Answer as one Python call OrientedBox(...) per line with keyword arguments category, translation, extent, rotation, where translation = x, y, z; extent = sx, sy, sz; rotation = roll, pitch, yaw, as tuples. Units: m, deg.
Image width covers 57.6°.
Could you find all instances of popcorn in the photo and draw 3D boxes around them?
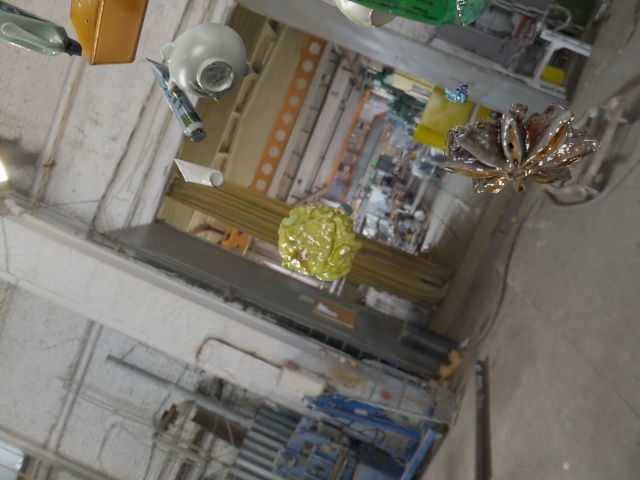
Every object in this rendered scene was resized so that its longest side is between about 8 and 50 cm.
OrientedBox(category="popcorn", translation=(-0.004, 0.011, 1.536), extent=(0.181, 0.235, 0.216), rotation=(-5, -62, -63))

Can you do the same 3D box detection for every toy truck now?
OrientedBox(category="toy truck", translation=(0.516, -0.558, 2.221), extent=(0.073, 0.090, 0.056), rotation=(-62, -29, -45))

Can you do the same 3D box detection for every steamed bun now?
OrientedBox(category="steamed bun", translation=(0.151, -0.876, 1.897), extent=(0.309, 0.309, 0.309), rotation=(23, -90, -87))

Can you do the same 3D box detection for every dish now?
OrientedBox(category="dish", translation=(-0.274, -0.426, 1.479), extent=(0.228, 0.236, 0.086), rotation=(98, 151, -48))

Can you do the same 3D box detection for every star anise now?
OrientedBox(category="star anise", translation=(0.426, -0.195, 1.266), extent=(0.331, 0.332, 0.117), rotation=(107, 162, -67))

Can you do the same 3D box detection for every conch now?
OrientedBox(category="conch", translation=(0.407, -0.727, 1.615), extent=(0.134, 0.202, 0.196), rotation=(-22, 43, 25))

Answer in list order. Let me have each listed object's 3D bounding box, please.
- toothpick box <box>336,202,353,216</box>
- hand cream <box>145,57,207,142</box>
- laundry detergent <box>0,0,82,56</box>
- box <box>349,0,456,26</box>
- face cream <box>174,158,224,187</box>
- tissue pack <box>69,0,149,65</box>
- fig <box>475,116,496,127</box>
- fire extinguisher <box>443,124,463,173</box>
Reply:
OrientedBox(category="toothpick box", translation=(0.069, -0.084, 1.997), extent=(0.083, 0.052, 0.052), rotation=(-51, 6, 33))
OrientedBox(category="hand cream", translation=(-0.385, -0.382, 1.566), extent=(0.058, 0.271, 0.091), rotation=(-38, -18, 24))
OrientedBox(category="laundry detergent", translation=(-0.877, -0.635, 1.797), extent=(0.105, 0.280, 0.215), rotation=(-61, 32, 16))
OrientedBox(category="box", translation=(0.133, -0.539, 1.029), extent=(0.106, 0.264, 0.336), rotation=(-65, -17, -10))
OrientedBox(category="face cream", translation=(-0.423, -0.230, 2.011), extent=(0.058, 0.244, 0.092), rotation=(-39, -54, -29))
OrientedBox(category="tissue pack", translation=(-0.574, -0.646, 1.586), extent=(0.145, 0.194, 0.274), rotation=(-16, -21, -36))
OrientedBox(category="fig", translation=(0.468, -0.301, 1.595), extent=(0.098, 0.084, 0.082), rotation=(4, 52, 51))
OrientedBox(category="fire extinguisher", translation=(0.439, -0.302, 1.918), extent=(0.043, 0.064, 0.158), rotation=(-64, -24, -76))
